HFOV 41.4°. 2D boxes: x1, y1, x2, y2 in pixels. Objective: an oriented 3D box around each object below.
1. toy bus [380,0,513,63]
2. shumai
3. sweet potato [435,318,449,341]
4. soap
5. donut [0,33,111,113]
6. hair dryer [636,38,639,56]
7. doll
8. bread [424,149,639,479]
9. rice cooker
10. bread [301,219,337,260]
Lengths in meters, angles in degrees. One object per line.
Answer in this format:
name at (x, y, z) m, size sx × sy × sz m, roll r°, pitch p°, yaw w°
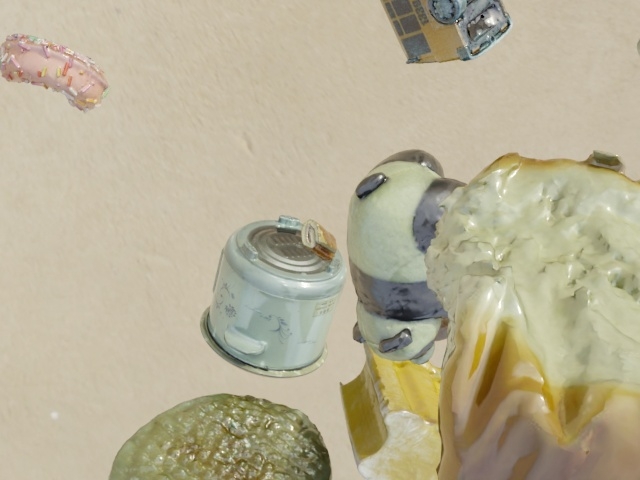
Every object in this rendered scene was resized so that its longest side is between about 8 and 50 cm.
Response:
toy bus at (0.103, -0.263, 0.820) m, size 0.091 × 0.103 × 0.182 m, roll -42°, pitch 114°, yaw -33°
shumai at (-0.184, 0.486, 1.522) m, size 0.397 × 0.324 × 0.323 m, roll -25°, pitch 143°, yaw -37°
sweet potato at (0.291, 0.190, 1.944) m, size 0.269 × 0.075 × 0.075 m, roll -17°, pitch 130°, yaw 37°
soap at (0.195, 0.325, 1.465) m, size 0.293 × 0.335 × 0.156 m, roll 28°, pitch 100°, yaw -11°
donut at (-0.389, -0.245, 1.218) m, size 0.166 × 0.117 × 0.065 m, roll 17°, pitch 78°, yaw -6°
hair dryer at (0.423, -0.094, 0.823) m, size 0.298 × 0.296 × 0.119 m, roll -4°, pitch 148°, yaw -48°
doll at (0.092, 0.020, 0.883) m, size 0.135 × 0.143 × 0.234 m, roll -16°, pitch 124°, yaw -22°
bread at (0.185, 0.103, 0.405) m, size 0.279 × 0.225 × 0.250 m, roll 4°, pitch 134°, yaw 21°
rice cooker at (-0.091, 0.123, 1.666) m, size 0.264 × 0.316 × 0.316 m, roll 23°, pitch 110°, yaw 12°
bread at (0.000, 0.000, 1.284) m, size 0.036 × 0.047 × 0.083 m, roll -9°, pitch 163°, yaw 18°
